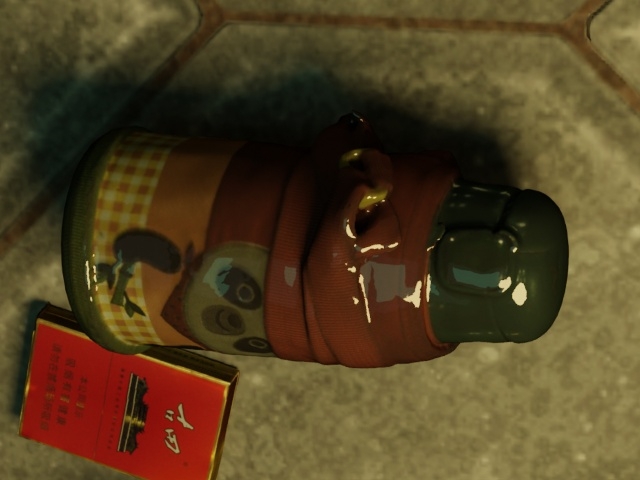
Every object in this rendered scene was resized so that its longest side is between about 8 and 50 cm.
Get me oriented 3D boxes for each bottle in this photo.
[{"bbox_3d":[0.000,0.000,1.063,0.271,0.156,0.143,3,87,19],"label":"bottle"}]

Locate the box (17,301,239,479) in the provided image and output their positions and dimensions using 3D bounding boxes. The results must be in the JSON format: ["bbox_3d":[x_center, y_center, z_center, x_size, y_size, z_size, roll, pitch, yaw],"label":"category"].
[{"bbox_3d":[-0.122,0.102,1.213,0.133,0.023,0.090,19,117,9],"label":"box"}]
